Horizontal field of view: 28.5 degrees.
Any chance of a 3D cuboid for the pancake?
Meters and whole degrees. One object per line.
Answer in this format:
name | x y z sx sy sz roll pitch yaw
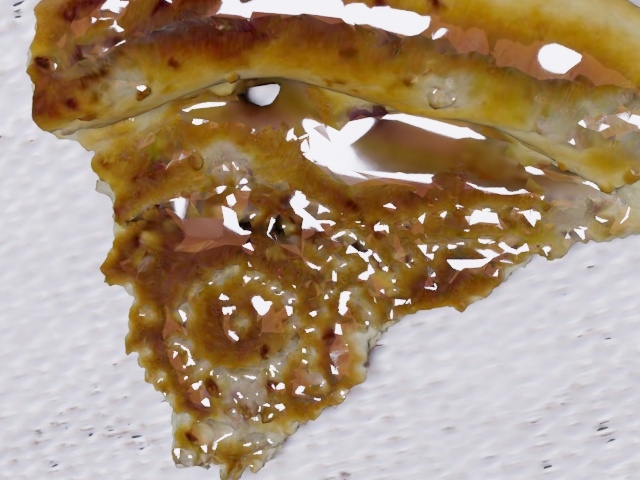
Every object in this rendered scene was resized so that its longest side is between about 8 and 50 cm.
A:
pancake | 0.000 0.000 0.484 0.266 0.057 0.244 18 109 6
